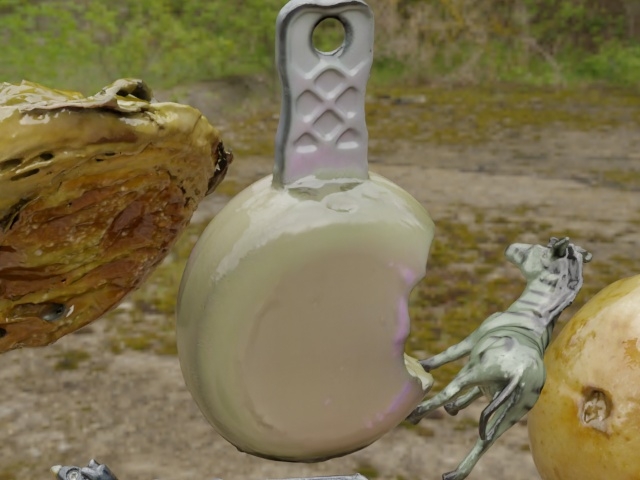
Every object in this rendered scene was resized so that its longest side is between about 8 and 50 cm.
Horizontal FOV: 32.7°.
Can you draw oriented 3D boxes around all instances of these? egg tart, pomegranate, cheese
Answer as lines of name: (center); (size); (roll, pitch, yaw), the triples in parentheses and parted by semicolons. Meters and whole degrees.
egg tart: (-0.198, -0.028, 0.681); (0.297, 0.132, 0.297); (-25, -16, -8)
pomegranate: (0.411, 0.189, 1.229); (0.343, 0.342, 0.342); (-1, 12, 0)
cheese: (0.000, 0.000, 0.628); (0.163, 0.286, 0.082); (-4, 31, -19)

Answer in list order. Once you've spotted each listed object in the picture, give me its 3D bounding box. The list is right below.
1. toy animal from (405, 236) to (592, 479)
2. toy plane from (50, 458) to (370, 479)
toy animal: (0.152, 0.088, 0.889); (0.176, 0.073, 0.217); (-43, 9, 21)
toy plane: (-0.121, 0.253, 0.980); (0.316, 0.103, 0.204); (20, 61, 17)
